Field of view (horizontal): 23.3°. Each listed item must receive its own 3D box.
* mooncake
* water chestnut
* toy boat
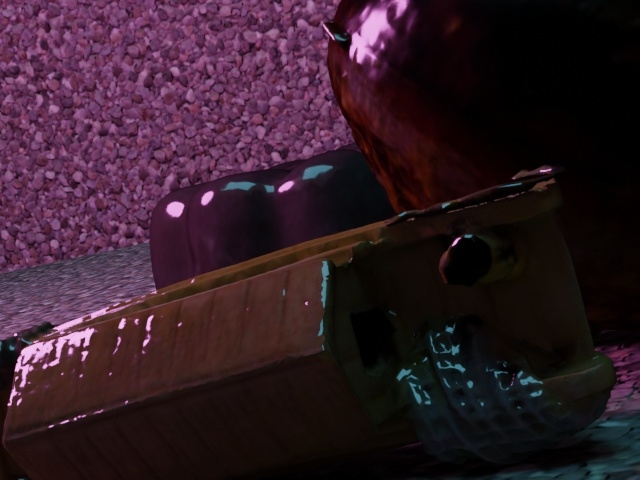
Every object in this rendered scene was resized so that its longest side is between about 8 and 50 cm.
[{"bbox_3d":[0.000,0.000,1.344,0.306,0.154,0.306,-14,3,1],"label":"mooncake"},{"bbox_3d":[0.152,-0.063,0.987,0.350,0.302,0.350,15,26,-7],"label":"water chestnut"},{"bbox_3d":[-0.065,0.084,0.811,0.445,0.136,0.162,-16,0,24],"label":"toy boat"}]
